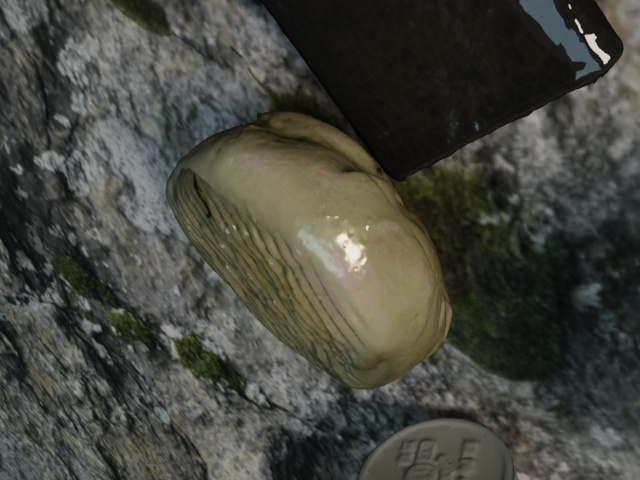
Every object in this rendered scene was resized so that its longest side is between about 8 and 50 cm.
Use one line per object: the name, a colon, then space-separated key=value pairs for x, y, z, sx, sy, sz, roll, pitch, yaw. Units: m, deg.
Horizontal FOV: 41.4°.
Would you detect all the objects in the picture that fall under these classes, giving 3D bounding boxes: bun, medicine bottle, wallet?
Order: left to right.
bun: x=0.000 y=0.000 z=0.569 sx=0.210 sy=0.116 sz=0.237 roll=52 pitch=164 yaw=-20
wallet: x=0.011 y=-0.191 z=0.454 sx=0.170 sy=0.044 sz=0.321 roll=-26 pitch=104 yaw=46
medicine bottle: x=0.122 y=0.279 z=0.689 sx=0.143 sy=0.143 sz=0.258 roll=3 pitch=125 yaw=39
